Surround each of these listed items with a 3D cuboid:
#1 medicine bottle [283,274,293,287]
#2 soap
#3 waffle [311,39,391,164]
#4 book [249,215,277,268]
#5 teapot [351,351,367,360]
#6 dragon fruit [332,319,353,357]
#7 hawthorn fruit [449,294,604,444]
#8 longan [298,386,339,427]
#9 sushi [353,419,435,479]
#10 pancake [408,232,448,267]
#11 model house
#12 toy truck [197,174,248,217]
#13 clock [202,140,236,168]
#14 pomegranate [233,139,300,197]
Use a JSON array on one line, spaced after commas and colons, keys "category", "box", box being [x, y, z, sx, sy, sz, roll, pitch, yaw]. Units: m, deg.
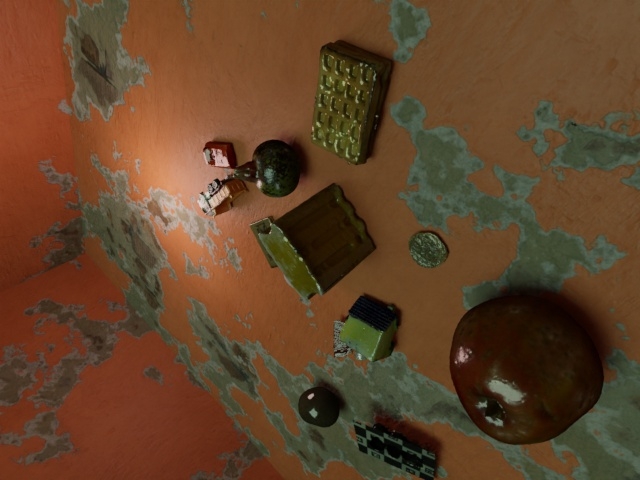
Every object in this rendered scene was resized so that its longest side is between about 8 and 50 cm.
[{"category": "medicine bottle", "box": [-0.035, 0.083, 1.725, 0.152, 0.152, 0.254, 49, 138, 8]}, {"category": "soap", "box": [0.000, 0.000, 1.511, 0.156, 0.335, 0.293, -28, 99, 50]}, {"category": "waffle", "box": [0.083, -0.415, 1.331, 0.224, 0.098, 0.327, 33, 137, 26]}, {"category": "book", "box": [-0.222, 0.010, 1.953, 0.161, 0.026, 0.230, -16, 104, 48]}, {"category": "teapot", "box": [0.166, 0.474, 1.857, 0.083, 0.064, 0.064, -2, 107, 30]}, {"category": "dragon fruit", "box": [0.115, 0.422, 1.858, 0.107, 0.083, 0.162, -2, 81, 24]}, {"category": "hawthorn fruit", "box": [0.534, 0.359, 1.189, 0.403, 0.403, 0.402, 24, 130, 32]}, {"category": "longan", "box": [-0.006, 0.830, 2.168, 0.213, 0.198, 0.197, 1, 117, 32]}, {"category": "sushi", "box": [0.348, 0.913, 1.963, 0.373, 0.100, 0.296, 12, 133, 26]}, {"category": "pancake", "box": [0.349, 0.030, 1.420, 0.140, 0.022, 0.139, 25, 131, 31]}, {"category": "model house", "box": [0.204, 0.327, 1.699, 0.194, 0.170, 0.211, 27, 104, 38]}, {"category": "toy truck", "box": [-0.450, -0.201, 1.972, 0.270, 0.114, 0.135, -27, 91, 47]}, {"category": "clock", "box": [-0.439, -0.368, 1.888, 0.155, 0.061, 0.113, 12, 123, 36]}, {"category": "pomegranate", "box": [-0.199, -0.261, 1.590, 0.214, 0.248, 0.214, 172, 90, -71]}]
